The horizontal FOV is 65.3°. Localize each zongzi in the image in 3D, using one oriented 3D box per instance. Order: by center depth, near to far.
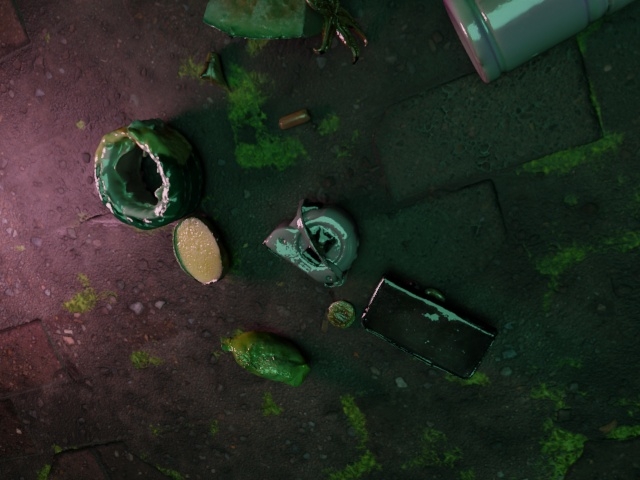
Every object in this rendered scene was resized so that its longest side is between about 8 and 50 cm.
[{"bbox_3d":[-0.257,-0.433,1.276,0.083,0.040,0.076,23,104,-5],"label":"zongzi"}]

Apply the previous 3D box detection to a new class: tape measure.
[{"bbox_3d":[0.000,0.000,1.292,0.236,0.120,0.197,35,110,-2],"label":"tape measure"}]

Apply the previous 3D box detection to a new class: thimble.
[{"bbox_3d":[-0.453,-0.178,1.333,0.255,0.167,0.287,4,108,13],"label":"thimble"}]

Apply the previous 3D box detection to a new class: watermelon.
[{"bbox_3d":[-0.100,-0.575,1.146,0.265,0.151,0.301,14,92,14],"label":"watermelon"}]

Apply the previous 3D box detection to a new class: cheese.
[{"bbox_3d":[0.268,0.213,1.321,0.065,0.043,0.193,23,111,5],"label":"cheese"}]

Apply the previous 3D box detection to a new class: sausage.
[{"bbox_3d":[-0.065,-0.305,1.261,0.083,0.034,0.034,-16,101,20],"label":"sausage"}]

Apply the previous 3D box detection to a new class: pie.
[{"bbox_3d":[0.059,0.205,1.387,0.085,0.020,0.084,4,108,14],"label":"pie"}]

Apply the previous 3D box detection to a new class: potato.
[{"bbox_3d":[-0.323,0.021,1.405,0.164,0.081,0.200,-21,97,28],"label":"potato"}]

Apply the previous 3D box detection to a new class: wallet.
[{"bbox_3d":[0.269,0.223,1.277,0.318,0.045,0.172,26,107,7],"label":"wallet"}]

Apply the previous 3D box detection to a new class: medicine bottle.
[{"bbox_3d":[0.430,-0.482,0.980,0.326,0.212,0.212,-28,97,22],"label":"medicine bottle"}]

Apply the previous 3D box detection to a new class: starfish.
[{"bbox_3d":[0.032,-0.501,1.102,0.057,0.213,0.237,-11,90,40],"label":"starfish"}]

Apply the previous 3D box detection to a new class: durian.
[{"bbox_3d":[-0.148,0.323,1.415,0.250,0.139,0.101,29,106,4],"label":"durian"}]

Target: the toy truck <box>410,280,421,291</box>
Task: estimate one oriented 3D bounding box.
[{"bbox_3d":[0.228,0.146,1.314,0.083,0.039,0.044,-37,99,20],"label":"toy truck"}]
